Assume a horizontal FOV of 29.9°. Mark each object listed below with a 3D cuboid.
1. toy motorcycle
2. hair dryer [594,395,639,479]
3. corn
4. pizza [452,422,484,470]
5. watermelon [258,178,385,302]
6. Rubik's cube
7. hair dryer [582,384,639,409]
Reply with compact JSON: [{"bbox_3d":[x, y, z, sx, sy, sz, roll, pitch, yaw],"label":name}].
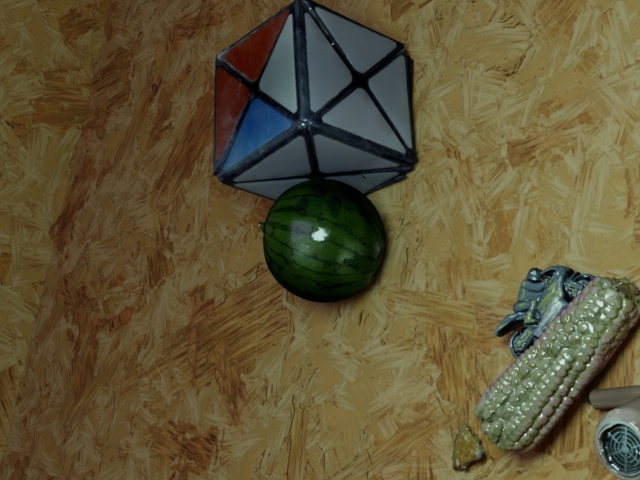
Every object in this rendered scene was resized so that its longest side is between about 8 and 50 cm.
[{"bbox_3d":[0.366,0.104,1.975,0.193,0.061,0.124,-46,50,19],"label":"toy motorcycle"},{"bbox_3d":[0.450,0.365,1.660,0.106,0.189,0.344,27,121,42],"label":"hair dryer"},{"bbox_3d":[0.379,0.198,1.883,0.335,0.126,0.127,-50,42,17],"label":"corn"},{"bbox_3d":[0.255,0.358,2.024,0.078,0.025,0.083,21,97,56],"label":"pizza"},{"bbox_3d":[0.005,0.001,2.303,0.242,0.242,0.242,-23,57,42],"label":"watermelon"},{"bbox_3d":[-0.015,-0.257,2.395,0.305,0.310,0.307,-28,55,44],"label":"Rubik's cube"},{"bbox_3d":[0.468,0.241,1.806,0.181,0.064,0.117,-18,63,54],"label":"hair dryer"}]
